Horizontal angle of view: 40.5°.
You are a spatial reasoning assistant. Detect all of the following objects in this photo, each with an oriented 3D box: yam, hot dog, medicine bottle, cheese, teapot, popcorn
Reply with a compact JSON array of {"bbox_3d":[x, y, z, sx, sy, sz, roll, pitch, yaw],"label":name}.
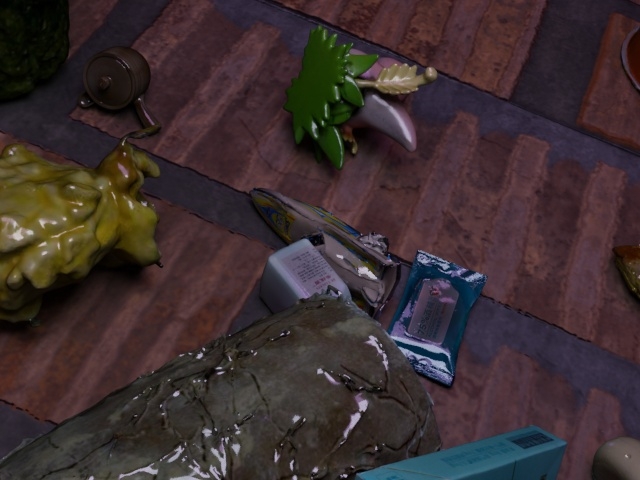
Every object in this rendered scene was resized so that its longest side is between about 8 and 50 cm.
[{"bbox_3d":[-0.080,0.198,0.636,0.348,0.241,0.241,-32,66,-33],"label":"yam"},{"bbox_3d":[0.399,0.058,0.970,0.078,0.061,0.169,-24,36,-37],"label":"hot dog"},{"bbox_3d":[-0.005,0.066,0.855,0.055,0.074,0.118,-26,63,-30],"label":"medicine bottle"},{"bbox_3d":[0.310,0.254,0.780,0.047,0.092,0.171,-22,53,-11],"label":"cheese"},{"bbox_3d":[-0.225,-0.167,1.005,0.110,0.085,0.080,51,28,-9],"label":"teapot"},{"bbox_3d":[-0.240,-0.015,0.804,0.195,0.174,0.168,-5,12,-11],"label":"popcorn"}]

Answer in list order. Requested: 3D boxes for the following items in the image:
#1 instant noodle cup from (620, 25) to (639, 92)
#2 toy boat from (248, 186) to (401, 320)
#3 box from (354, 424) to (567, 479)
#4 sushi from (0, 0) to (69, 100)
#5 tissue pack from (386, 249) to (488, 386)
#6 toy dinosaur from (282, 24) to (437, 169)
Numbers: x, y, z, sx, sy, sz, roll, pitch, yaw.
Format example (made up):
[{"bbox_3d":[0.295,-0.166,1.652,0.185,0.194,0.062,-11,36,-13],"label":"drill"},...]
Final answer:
[{"bbox_3d":[0.576,-0.294,1.205,0.250,0.192,0.250,7,52,-8],"label":"instant noodle cup"},{"bbox_3d":[0.000,0.000,0.915,0.210,0.084,0.066,35,48,26],"label":"toy boat"},{"bbox_3d":[0.093,0.232,0.646,0.041,0.162,0.229,23,14,41],"label":"box"},{"bbox_3d":[-0.436,-0.332,0.994,0.294,0.178,0.352,-5,53,-15],"label":"sushi"},{"bbox_3d":[0.118,0.080,0.908,0.085,0.028,0.138,22,55,8],"label":"tissue pack"},{"bbox_3d":[0.054,-0.161,1.034,0.177,0.152,0.194,5,24,-34],"label":"toy dinosaur"}]
